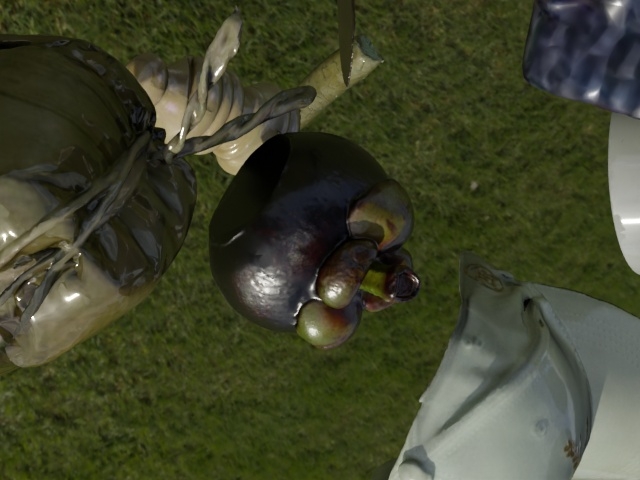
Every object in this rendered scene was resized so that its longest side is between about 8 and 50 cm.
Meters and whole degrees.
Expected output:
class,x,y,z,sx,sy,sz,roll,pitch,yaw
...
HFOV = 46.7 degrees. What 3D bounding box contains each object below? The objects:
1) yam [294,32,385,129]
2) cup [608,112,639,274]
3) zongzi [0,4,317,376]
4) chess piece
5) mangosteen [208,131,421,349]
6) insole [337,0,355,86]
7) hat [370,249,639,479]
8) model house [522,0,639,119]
class,x,y,z,sx,sy,sz,roll,pitch,yaw
yam,-0.008,-0.299,1.506,0.083,0.083,0.372,1,161,-35
cup,0.359,-0.089,0.588,0.185,0.226,0.241,5,87,-51
zongzi,-0.325,-0.092,0.460,0.467,0.218,0.500,42,141,-23
chess piece,-0.153,-0.168,0.980,0.139,0.124,0.307,-21,167,24
mangosteen,-0.004,-0.003,0.946,0.287,0.287,0.233,-42,117,5
insole,0.026,-0.290,0.847,0.007,0.327,0.111,3,140,-5
hat,0.186,0.172,0.631,0.302,0.168,0.257,11,114,-15
model house,0.237,-0.120,0.311,0.284,0.298,0.243,8,109,-2
